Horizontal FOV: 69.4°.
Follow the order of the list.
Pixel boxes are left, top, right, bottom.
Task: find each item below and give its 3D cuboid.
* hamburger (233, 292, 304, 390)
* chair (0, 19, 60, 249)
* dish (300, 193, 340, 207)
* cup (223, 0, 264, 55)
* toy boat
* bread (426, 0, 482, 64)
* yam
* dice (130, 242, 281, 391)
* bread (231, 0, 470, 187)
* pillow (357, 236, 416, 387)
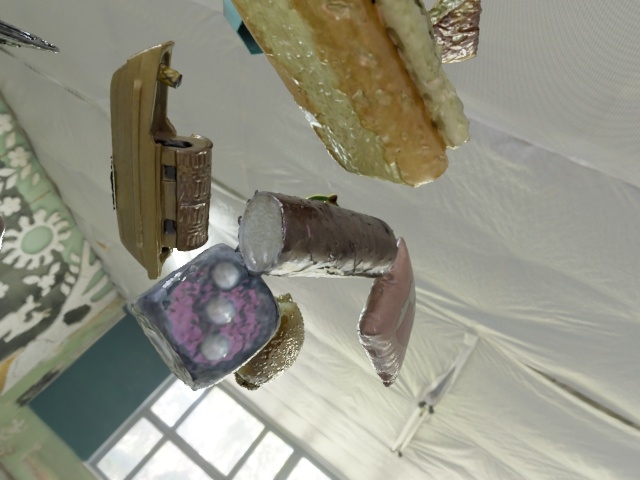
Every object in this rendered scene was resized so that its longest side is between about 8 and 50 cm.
[{"bbox_3d":[-0.120,0.231,1.026,0.122,0.189,0.215,24,-70,41],"label":"hamburger"},{"bbox_3d":[-0.564,-0.143,0.690,0.226,0.226,0.401,30,-76,21],"label":"chair"},{"bbox_3d":[-0.044,-0.033,0.968,0.148,0.208,0.080,30,17,-38],"label":"dish"},{"bbox_3d":[-0.195,-0.620,1.295,0.134,0.148,0.236,18,25,-38],"label":"cup"},{"bbox_3d":[-0.146,-0.068,0.436,0.088,0.068,0.226,8,-61,-6],"label":"toy boat"},{"bbox_3d":[0.198,-0.313,0.700,0.154,0.136,0.054,-29,-119,40],"label":"bread"},{"bbox_3d":[0.001,-0.001,0.715,0.131,0.279,0.131,-5,-98,41],"label":"yam"},{"bbox_3d":[-0.190,0.123,0.770,0.182,0.183,0.181,57,-29,-9],"label":"dice"},{"bbox_3d":[0.029,-0.251,0.605,0.375,0.165,0.236,51,-10,-34],"label":"bread"},{"bbox_3d":[0.137,0.142,0.907,0.084,0.236,0.223,6,-41,22],"label":"pillow"}]
